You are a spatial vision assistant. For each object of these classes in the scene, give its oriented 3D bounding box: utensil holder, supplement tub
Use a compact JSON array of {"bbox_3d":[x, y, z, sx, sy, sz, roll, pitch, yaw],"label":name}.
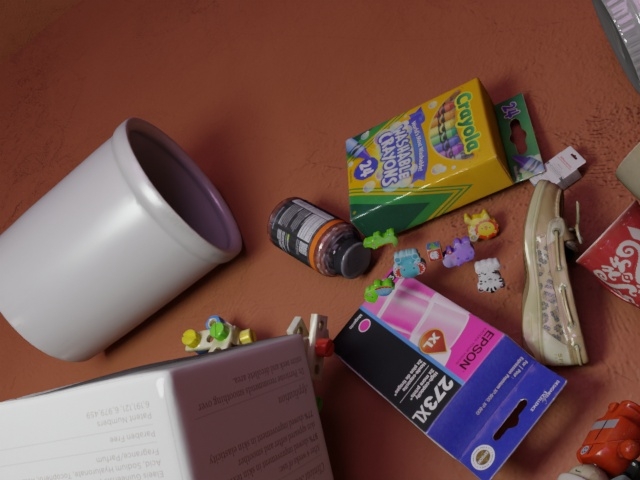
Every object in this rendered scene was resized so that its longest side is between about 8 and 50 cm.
[{"bbox_3d":[-0.403,0.007,1.536,0.386,0.327,0.327,-37,47,10],"label":"utensil holder"},{"bbox_3d":[0.000,0.000,1.412,0.198,0.106,0.106,30,81,42],"label":"supplement tub"}]

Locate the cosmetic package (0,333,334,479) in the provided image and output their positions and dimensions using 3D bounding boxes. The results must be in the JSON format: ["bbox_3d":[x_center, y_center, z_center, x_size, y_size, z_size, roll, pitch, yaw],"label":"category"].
[{"bbox_3d":[-0.191,0.360,1.053,0.328,0.329,0.393,-15,84,26],"label":"cosmetic package"}]

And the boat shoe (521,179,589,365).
[{"bbox_3d":[0.347,0.045,1.154,0.089,0.104,0.285,-2,71,26],"label":"boat shoe"}]

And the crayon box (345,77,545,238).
[{"bbox_3d":[0.202,-0.148,1.366,0.323,0.083,0.203,-23,45,23],"label":"crayon box"}]

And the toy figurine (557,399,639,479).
[{"bbox_3d":[0.380,0.306,0.872,0.213,0.209,0.148,20,58,38],"label":"toy figurine"}]

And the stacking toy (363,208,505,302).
[{"bbox_3d":[0.175,0.030,1.238,0.221,0.052,0.167,-11,29,11],"label":"stacking toy"}]

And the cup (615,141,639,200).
[{"bbox_3d":[0.573,-0.087,0.963,0.331,0.331,0.236,-35,72,11],"label":"cup"}]

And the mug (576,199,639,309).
[{"bbox_3d":[0.446,0.044,1.056,0.169,0.150,0.113,44,100,15],"label":"mug"}]

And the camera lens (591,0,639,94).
[{"bbox_3d":[0.572,-0.366,1.179,0.274,0.219,0.219,-26,50,19],"label":"camera lens"}]

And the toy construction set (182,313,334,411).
[{"bbox_3d":[-0.101,0.220,1.318,0.328,0.151,0.214,-9,55,43],"label":"toy construction set"}]

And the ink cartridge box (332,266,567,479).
[{"bbox_3d":[0.166,0.178,1.157,0.175,0.069,0.371,-50,36,-4],"label":"ink cartridge box"}]

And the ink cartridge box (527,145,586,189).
[{"bbox_3d":[0.383,-0.107,1.270,0.083,0.028,0.048,-37,46,10],"label":"ink cartridge box"}]
